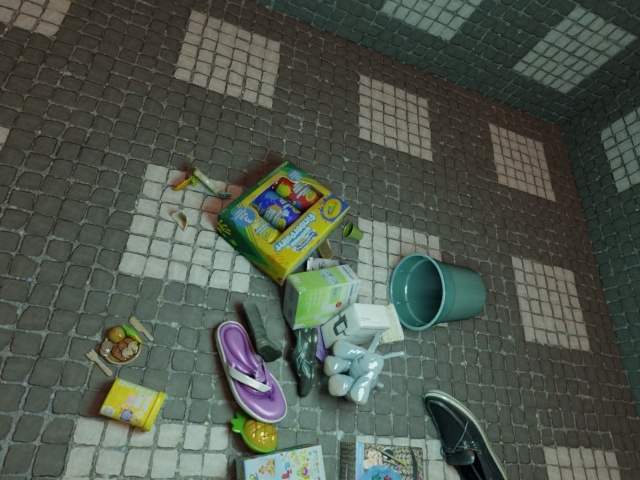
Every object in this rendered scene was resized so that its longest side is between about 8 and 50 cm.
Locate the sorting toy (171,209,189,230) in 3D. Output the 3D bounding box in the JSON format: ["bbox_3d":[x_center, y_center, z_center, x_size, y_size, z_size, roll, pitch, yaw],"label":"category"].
[{"bbox_3d":[-0.561,-0.092,1.694,0.083,0.075,0.045,49,57,2],"label":"sorting toy"}]

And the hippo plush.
[{"bbox_3d":[0.143,0.512,1.657,0.234,0.237,0.294,36,70,21],"label":"hippo plush"}]

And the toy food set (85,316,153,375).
[{"bbox_3d":[-0.691,0.364,1.443,0.132,0.038,0.192,45,57,0],"label":"toy food set"}]

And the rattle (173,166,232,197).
[{"bbox_3d":[-0.497,-0.205,1.783,0.200,0.130,0.143,47,64,-30],"label":"rattle"}]

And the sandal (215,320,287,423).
[{"bbox_3d":[-0.260,0.470,1.514,0.169,0.102,0.416,-22,67,-42],"label":"sandal"}]

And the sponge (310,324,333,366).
[{"bbox_3d":[0.007,0.435,1.737,0.210,0.031,0.117,48,56,2],"label":"sponge"}]

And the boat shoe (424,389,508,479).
[{"bbox_3d":[0.589,0.852,1.725,0.156,0.187,0.500,-30,87,-38],"label":"boat shoe"}]

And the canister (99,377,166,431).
[{"bbox_3d":[-0.618,0.540,1.375,0.169,0.073,0.126,25,59,-11],"label":"canister"}]

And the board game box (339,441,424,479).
[{"bbox_3d":[0.228,0.892,1.561,0.290,0.141,0.232,13,62,-19],"label":"board game box"}]

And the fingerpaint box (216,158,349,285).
[{"bbox_3d":[-0.154,-0.092,1.791,0.371,0.163,0.445,39,57,10],"label":"fingerpaint box"}]

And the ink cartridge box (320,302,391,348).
[{"bbox_3d":[0.142,0.351,1.690,0.172,0.237,0.100,10,52,-36],"label":"ink cartridge box"}]

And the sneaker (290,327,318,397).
[{"bbox_3d":[-0.070,0.475,1.637,0.106,0.101,0.268,7,80,-5],"label":"sneaker"}]

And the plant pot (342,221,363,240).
[{"bbox_3d":[0.164,-0.036,2.007,0.079,0.083,0.083,26,58,-26],"label":"plant pot"}]

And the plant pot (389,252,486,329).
[{"bbox_3d":[0.559,0.238,1.925,0.334,0.341,0.341,6,65,-30],"label":"plant pot"}]

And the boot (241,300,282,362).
[{"bbox_3d":[-0.234,0.356,1.628,0.076,0.190,0.208,-31,52,-9],"label":"boot"}]

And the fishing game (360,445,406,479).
[{"bbox_3d":[0.221,0.886,1.452,0.189,0.041,0.264,36,57,-3],"label":"fishing game"}]

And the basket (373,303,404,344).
[{"bbox_3d":[0.281,0.377,1.844,0.103,0.113,0.167,-7,70,-23],"label":"basket"}]

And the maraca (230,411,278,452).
[{"bbox_3d":[-0.233,0.676,1.475,0.185,0.099,0.127,31,18,8],"label":"maraca"}]

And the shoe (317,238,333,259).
[{"bbox_3d":[0.000,0.000,1.928,0.076,0.058,0.219,-15,69,-8],"label":"shoe"}]

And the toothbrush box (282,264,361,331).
[{"bbox_3d":[0.002,0.232,1.710,0.283,0.206,0.122,-8,36,-29],"label":"toothbrush box"}]

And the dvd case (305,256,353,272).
[{"bbox_3d":[0.038,0.166,1.852,0.221,0.018,0.165,8,85,-21],"label":"dvd case"}]

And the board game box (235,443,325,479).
[{"bbox_3d":[-0.139,0.802,1.432,0.275,0.142,0.144,1,67,-24],"label":"board game box"}]
